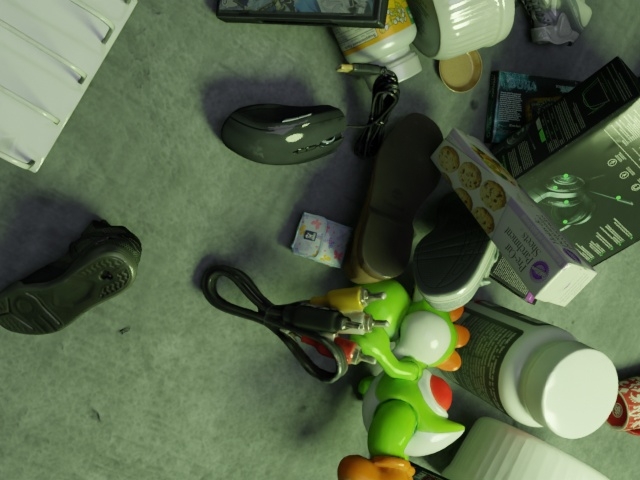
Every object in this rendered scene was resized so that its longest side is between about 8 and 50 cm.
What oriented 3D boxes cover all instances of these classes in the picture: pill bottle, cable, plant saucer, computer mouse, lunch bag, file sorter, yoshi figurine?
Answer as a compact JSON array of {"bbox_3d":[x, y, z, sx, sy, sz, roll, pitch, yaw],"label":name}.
[{"bbox_3d":[0.073,-0.336,0.984,0.118,0.117,0.208,-29,106,-14],"label":"pill bottle"},{"bbox_3d":[-0.045,0.118,0.962,0.072,0.287,0.139,8,92,-64],"label":"cable"},{"bbox_3d":[0.233,-0.291,1.105,0.084,0.015,0.083,-3,98,-20],"label":"plant saucer"},{"bbox_3d":[-0.005,-0.176,0.954,0.262,0.060,0.184,-1,142,-20],"label":"computer mouse"},{"bbox_3d":[0.000,0.000,1.040,0.083,0.053,0.071,21,84,-18],"label":"lunch bag"},{"bbox_3d":[-0.371,-0.247,0.801,0.193,0.173,0.277,30,86,-22],"label":"file sorter"},{"bbox_3d":[0.323,0.202,1.066,0.161,0.283,0.161,-3,99,-20],"label":"pill bottle"},{"bbox_3d":[0.095,0.206,1.029,0.203,0.204,0.362,30,65,-28],"label":"yoshi figurine"}]

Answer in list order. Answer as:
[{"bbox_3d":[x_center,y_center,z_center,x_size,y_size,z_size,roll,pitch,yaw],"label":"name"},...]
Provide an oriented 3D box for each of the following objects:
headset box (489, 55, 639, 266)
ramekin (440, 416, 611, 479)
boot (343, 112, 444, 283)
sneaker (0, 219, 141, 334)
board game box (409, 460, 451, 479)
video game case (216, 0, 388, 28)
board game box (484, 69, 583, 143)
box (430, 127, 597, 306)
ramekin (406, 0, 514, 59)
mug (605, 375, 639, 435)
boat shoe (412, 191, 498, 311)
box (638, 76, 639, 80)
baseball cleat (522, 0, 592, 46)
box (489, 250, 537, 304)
[{"bbox_3d":[0.448,-0.106,1.083,0.246,0.131,0.283,36,126,-23],"label":"headset box"},{"bbox_3d":[0.359,0.417,1.124,0.277,0.277,0.135,34,78,-21],"label":"ramekin"},{"bbox_3d":[0.108,-0.069,1.048,0.112,0.115,0.305,28,66,-12],"label":"boot"},{"bbox_3d":[-0.341,0.048,0.910,0.228,0.130,0.087,-27,114,14],"label":"sneaker"},{"bbox_3d":[0.166,0.504,1.114,0.042,0.165,0.243,-11,101,-39],"label":"board game box"},{"bbox_3d":[-0.015,-0.436,0.898,0.248,0.035,0.274,9,96,20],"label":"video game case"},{"bbox_3d":[0.381,-0.228,1.164,0.186,0.026,0.126,2,97,-21],"label":"board game box"},{"bbox_3d":[0.258,-0.045,0.925,0.063,0.324,0.067,16,123,-32],"label":"box"},{"bbox_3d":[0.185,-0.370,0.979,0.109,0.207,0.207,-28,107,-5],"label":"ramekin"},{"bbox_3d":[0.650,0.336,1.305,0.169,0.113,0.150,-6,98,-16],"label":"mug"},{"bbox_3d":[0.222,0.018,1.017,0.118,0.320,0.103,-13,113,22],"label":"boat shoe"},{"bbox_3d":[0.630,-0.186,1.220,0.153,0.108,0.207,31,87,-21],"label":"box"},{"bbox_3d":[0.371,-0.402,1.112,0.206,0.072,0.109,26,95,-18],"label":"baseball cleat"},{"bbox_3d":[0.354,0.029,1.191,0.162,0.029,0.116,33,85,-23],"label":"box"}]
